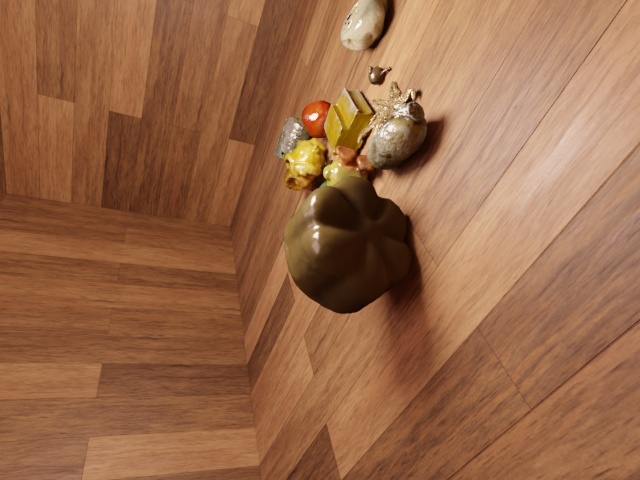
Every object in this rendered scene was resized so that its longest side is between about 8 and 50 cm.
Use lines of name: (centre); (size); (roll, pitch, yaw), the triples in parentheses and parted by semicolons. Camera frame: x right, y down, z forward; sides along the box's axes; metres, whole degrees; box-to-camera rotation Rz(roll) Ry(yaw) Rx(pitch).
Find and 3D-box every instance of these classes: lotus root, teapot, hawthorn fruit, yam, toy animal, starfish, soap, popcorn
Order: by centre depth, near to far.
lotus root: (0.276, -0.361, 1.524); (0.349, 0.175, 0.175); (134, 138, -63)
starfish: (0.269, -0.540, 1.676); (0.299, 0.060, 0.302); (-37, 33, 33)
teapot: (0.257, -0.739, 1.799); (0.110, 0.085, 0.080); (8, 92, 46)
toy animal: (0.108, -0.262, 1.841); (0.191, 0.216, 0.338); (-68, 2, -52)
soap: (0.131, -0.564, 1.954); (0.281, 0.143, 0.259); (-104, 34, -50)
hawthorn fruit: (0.010, -0.673, 2.214); (0.225, 0.196, 0.196); (-31, 51, 30)
popcorn: (-0.097, -0.418, 2.265); (0.316, 0.281, 0.297); (-57, 15, 20)
yam: (-0.151, -0.616, 2.532); (0.201, 0.202, 0.271); (25, 105, 42)

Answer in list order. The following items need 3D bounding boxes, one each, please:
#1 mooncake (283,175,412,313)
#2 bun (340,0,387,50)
mooncake: (0.107, 0.013, 1.450); (0.262, 0.467, 0.467); (-40, 46, 47)
bun: (0.208, -1.008, 1.888); (0.273, 0.168, 0.273); (-45, 33, 40)
